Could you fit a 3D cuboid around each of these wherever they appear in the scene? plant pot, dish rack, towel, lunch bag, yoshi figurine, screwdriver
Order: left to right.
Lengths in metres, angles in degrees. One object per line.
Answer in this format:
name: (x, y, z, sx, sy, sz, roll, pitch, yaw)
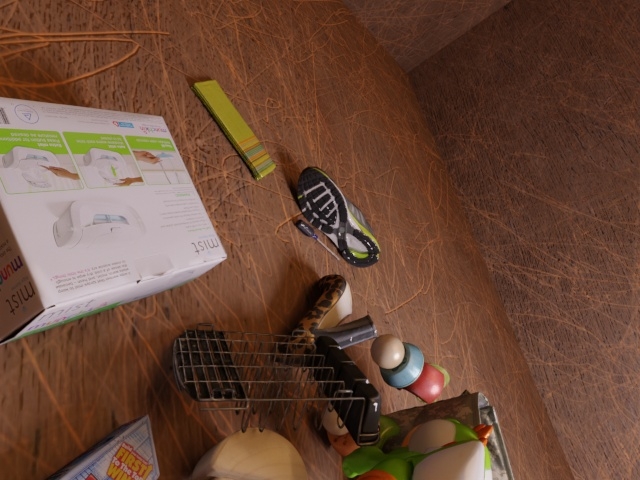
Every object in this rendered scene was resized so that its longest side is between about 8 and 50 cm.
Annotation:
towel: (-0.186, -0.244, 0.998, 0.237, 0.021, 0.102, 55, 24, -11)
dish rack: (-0.065, 0.189, 0.625, 0.271, 0.074, 0.208, 9, 10, -23)
screwdriver: (0.000, 0.000, 1.080, 0.170, 0.024, 0.025, 37, 65, -40)
yoshi figurine: (0.117, 0.335, 0.563, 0.362, 0.202, 0.204, 13, 70, -64)
plant pot: (0.279, 0.372, 1.159, 0.083, 0.083, 0.079, 55, 42, -13)
lunch bag: (0.218, 0.433, 0.827, 0.169, 0.235, 0.287, 46, 33, -29)

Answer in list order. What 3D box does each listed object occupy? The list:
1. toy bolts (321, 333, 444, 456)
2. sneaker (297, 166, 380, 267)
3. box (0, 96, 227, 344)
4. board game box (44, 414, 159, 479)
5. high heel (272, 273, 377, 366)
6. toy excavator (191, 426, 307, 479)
toy bolts: (0.129, 0.281, 0.785, 0.158, 0.218, 0.229, 46, 62, -33)
sneaker: (0.043, -0.066, 1.143, 0.300, 0.111, 0.121, 54, 19, -26)
box: (-0.276, -0.034, 0.552, 0.262, 0.126, 0.231, -20, 83, -61)
board game box: (-0.213, 0.285, 0.445, 0.194, 0.060, 0.194, 55, 30, -12)
high heel: (-0.023, 0.144, 0.884, 0.261, 0.186, 0.093, -133, -152, -66)
toy excavator: (-0.030, 0.477, 0.431, 0.445, 0.222, 0.433, 42, 41, -1)
